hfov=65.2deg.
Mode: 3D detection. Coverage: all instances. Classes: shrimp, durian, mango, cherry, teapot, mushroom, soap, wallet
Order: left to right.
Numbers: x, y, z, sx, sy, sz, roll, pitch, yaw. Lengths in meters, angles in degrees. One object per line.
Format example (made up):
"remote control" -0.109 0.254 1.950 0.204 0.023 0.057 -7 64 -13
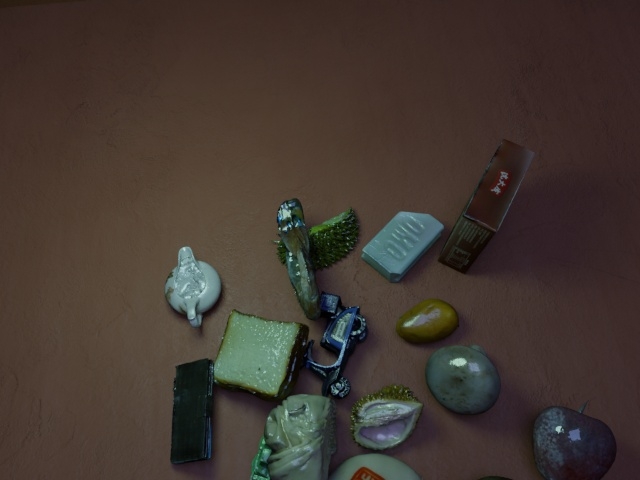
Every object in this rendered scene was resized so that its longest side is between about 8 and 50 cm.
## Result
"wallet" -0.423 0.560 1.650 0.169 0.044 0.316 -20 59 27
"teapot" -0.461 0.177 1.812 0.205 0.139 0.298 -15 65 -9
"shrimp" -0.073 0.062 1.732 0.110 0.221 0.445 -12 69 -9
"durian" -0.001 0.005 1.922 0.356 0.157 0.169 -23 31 -10
"durian" 0.203 0.567 1.625 0.250 0.183 0.138 -22 30 -5
"soap" 0.311 0.007 1.901 0.173 0.095 0.289 41 72 17
"mango" 0.374 0.284 1.764 0.228 0.109 0.147 -11 89 -5
"mushroom" 0.480 0.441 1.653 0.244 0.243 0.243 0 65 1
"cherry" 0.776 0.622 1.542 0.236 0.213 0.285 25 77 21

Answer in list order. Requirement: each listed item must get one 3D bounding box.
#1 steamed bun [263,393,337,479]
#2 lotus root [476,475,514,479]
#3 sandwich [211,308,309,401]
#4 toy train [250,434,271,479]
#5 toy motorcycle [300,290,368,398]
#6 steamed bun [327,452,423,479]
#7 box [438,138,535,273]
"steamed bun" -0.066 0.611 1.520 0.206 0.320 0.274 1 102 10
"lotus root" 0.542 0.825 1.466 0.272 0.192 0.271 0 75 -1
"sandwich" -0.204 0.388 1.687 0.301 0.099 0.271 6 69 26
"toy train" -0.167 0.694 1.595 0.099 0.081 0.149 14 66 9
"toy motorcycle" 0.036 0.367 1.729 0.213 0.125 0.358 12 63 16
"steamed bun" 0.160 0.817 1.448 0.375 0.241 0.374 -1 67 3
"box" 0.580 -0.107 1.789 0.122 0.385 0.344 28 68 12
